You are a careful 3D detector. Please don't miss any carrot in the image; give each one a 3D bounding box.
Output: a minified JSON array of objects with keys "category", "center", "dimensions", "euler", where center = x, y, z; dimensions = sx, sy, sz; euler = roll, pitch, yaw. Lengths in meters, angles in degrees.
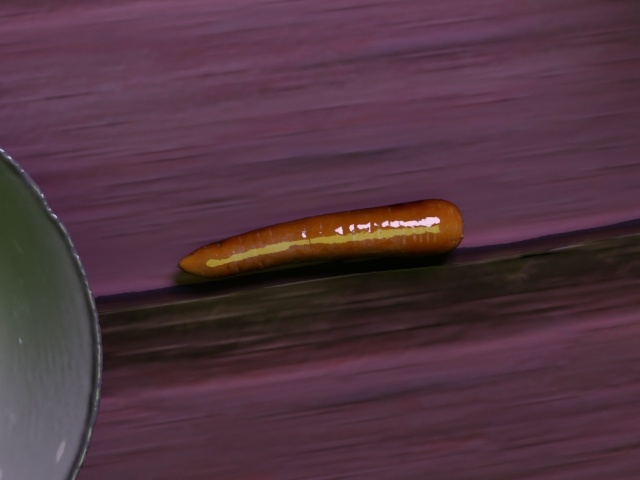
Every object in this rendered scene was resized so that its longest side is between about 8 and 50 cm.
[{"category":"carrot","center":[0.000,0.000,1.169],"dimensions":[0.190,0.037,0.037],"euler":[-7,101,-4]}]

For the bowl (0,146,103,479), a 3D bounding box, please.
[{"category":"bowl","center":[-0.305,0.061,1.062],"dimensions":[0.337,0.157,0.337],"euler":[-3,102,-14]}]
